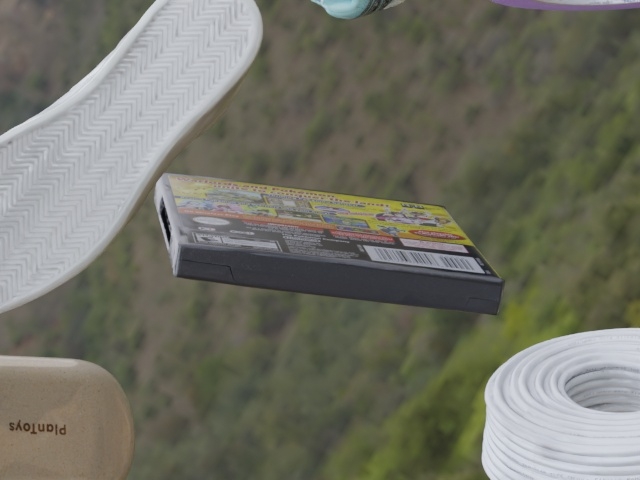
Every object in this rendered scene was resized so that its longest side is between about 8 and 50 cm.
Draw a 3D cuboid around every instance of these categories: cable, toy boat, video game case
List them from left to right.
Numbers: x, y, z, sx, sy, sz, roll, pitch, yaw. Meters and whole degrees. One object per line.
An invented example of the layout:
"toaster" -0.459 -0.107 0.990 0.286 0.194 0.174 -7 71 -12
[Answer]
"toy boat" -0.299 0.193 1.924 0.151 0.231 0.151 -17 70 53
"video game case" 0.000 0.000 1.727 0.248 0.275 0.035 -118 36 -72
"cable" 0.276 0.164 1.822 0.257 0.257 0.089 20 123 46

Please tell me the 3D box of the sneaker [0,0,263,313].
"sneaker" -0.152 -0.055 1.362 0.292 0.108 0.169 -42 1 -2

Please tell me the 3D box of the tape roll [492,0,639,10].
"tape roll" 0.321 -0.322 2.224 0.275 0.275 0.090 169 101 -76

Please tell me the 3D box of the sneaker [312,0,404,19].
"sneaker" -0.042 -0.286 1.595 0.110 0.283 0.122 -55 -7 36
